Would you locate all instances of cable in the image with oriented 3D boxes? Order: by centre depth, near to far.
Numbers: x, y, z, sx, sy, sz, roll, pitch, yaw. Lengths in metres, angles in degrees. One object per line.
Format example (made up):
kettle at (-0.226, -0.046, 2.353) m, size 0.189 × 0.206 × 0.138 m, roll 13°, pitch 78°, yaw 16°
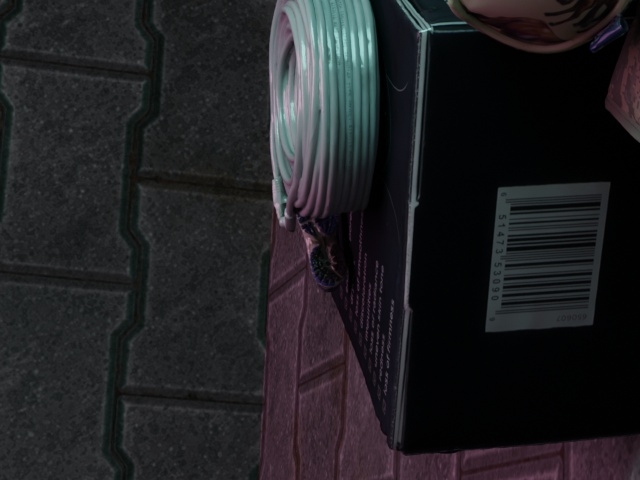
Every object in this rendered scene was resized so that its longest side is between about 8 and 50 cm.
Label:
cable at (0.004, -0.151, 1.632) m, size 0.257 × 0.089 × 0.257 m, roll 129°, pitch 138°, yaw -74°

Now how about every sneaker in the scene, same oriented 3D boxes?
sneaker at (0.000, 0.000, 1.810) m, size 0.058 × 0.052 × 0.135 m, roll 91°, pitch 175°, yaw -63°

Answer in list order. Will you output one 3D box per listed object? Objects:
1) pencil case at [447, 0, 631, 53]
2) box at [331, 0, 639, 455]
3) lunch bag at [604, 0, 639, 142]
pencil case at (0.244, -0.340, 1.450) m, size 0.160 × 0.184 × 0.410 m, roll 66°, pitch -150°, yaw -33°
box at (0.178, -0.093, 1.734) m, size 0.472 × 0.297 × 0.479 m, roll -114°, pitch 24°, yaw -61°
lunch bag at (0.383, -0.161, 1.314) m, size 0.287 × 0.169 × 0.235 m, roll -111°, pitch 30°, yaw -62°
